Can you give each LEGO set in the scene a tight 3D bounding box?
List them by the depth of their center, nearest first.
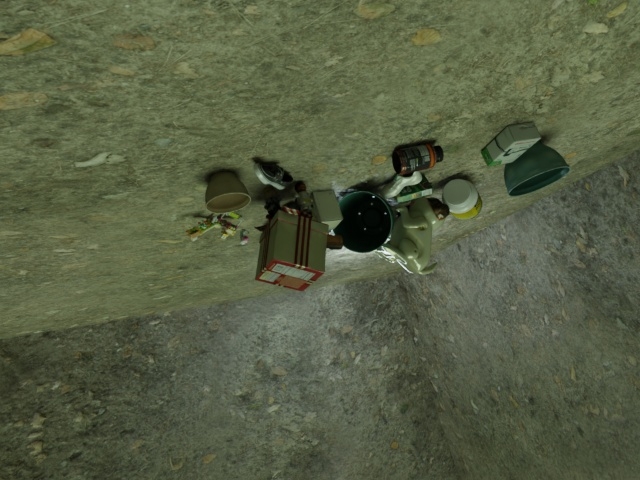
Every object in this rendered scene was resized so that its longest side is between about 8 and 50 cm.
[{"bbox_3d":[-0.437,-0.068,1.796,0.287,0.132,0.107,7,144,-40],"label":"LEGO set"}]

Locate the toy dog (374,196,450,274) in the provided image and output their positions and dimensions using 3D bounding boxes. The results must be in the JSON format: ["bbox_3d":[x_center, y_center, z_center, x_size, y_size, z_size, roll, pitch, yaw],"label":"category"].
[{"bbox_3d":[0.522,-0.053,2.228,0.408,0.395,0.284,-59,-179,-7],"label":"toy dog"}]

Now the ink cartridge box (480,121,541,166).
[{"bbox_3d":[0.860,-0.433,1.885,0.153,0.086,0.208,-12,162,-17],"label":"ink cartridge box"}]

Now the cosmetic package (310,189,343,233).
[{"bbox_3d":[-0.015,-0.102,2.004,0.113,0.160,0.309,-9,161,-22],"label":"cosmetic package"}]

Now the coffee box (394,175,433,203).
[{"bbox_3d":[0.445,-0.251,2.037,0.184,0.113,0.040,-15,134,0],"label":"coffee box"}]

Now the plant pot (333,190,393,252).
[{"bbox_3d":[0.229,-0.100,2.050,0.293,0.293,0.235,-23,179,22],"label":"plant pot"}]

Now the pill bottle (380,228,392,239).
[{"bbox_3d":[0.414,-0.065,2.422,0.246,0.130,0.130,19,151,-17],"label":"pill bottle"}]

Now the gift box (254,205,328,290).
[{"bbox_3d":[-0.129,0.023,1.680,0.276,0.258,0.255,21,145,-24],"label":"gift box"}]

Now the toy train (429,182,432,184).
[{"bbox_3d":[0.550,-0.293,2.167,0.083,0.017,0.023,-3,149,-37],"label":"toy train"}]

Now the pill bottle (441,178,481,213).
[{"bbox_3d":[0.779,-0.227,2.296,0.188,0.187,0.334,-23,162,22],"label":"pill bottle"}]

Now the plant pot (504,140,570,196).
[{"bbox_3d":[1.044,-0.372,2.066,0.293,0.196,0.293,-16,164,-5],"label":"plant pot"}]

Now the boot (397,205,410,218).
[{"bbox_3d":[0.553,-0.141,2.516,0.247,0.094,0.207,-9,159,-2],"label":"boot"}]

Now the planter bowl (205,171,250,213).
[{"bbox_3d":[-0.346,-0.182,1.517,0.162,0.109,0.162,-15,164,-4],"label":"planter bowl"}]

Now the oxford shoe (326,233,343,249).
[{"bbox_3d":[0.000,0.000,1.967,0.212,0.076,0.076,2,164,0],"label":"oxford shoe"}]

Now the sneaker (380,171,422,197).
[{"bbox_3d":[0.368,-0.280,1.968,0.212,0.080,0.094,-28,148,18],"label":"sneaker"}]

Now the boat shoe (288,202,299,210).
[{"bbox_3d":[-0.193,-0.094,2.027,0.099,0.116,0.319,43,140,-20],"label":"boat shoe"}]

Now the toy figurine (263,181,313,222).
[{"bbox_3d":[-0.137,-0.149,1.782,0.213,0.148,0.209,-13,157,-4],"label":"toy figurine"}]

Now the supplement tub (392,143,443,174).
[{"bbox_3d":[0.405,-0.341,1.723,0.198,0.106,0.106,-13,163,-9],"label":"supplement tub"}]

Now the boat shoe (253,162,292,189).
[{"bbox_3d":[-0.167,-0.245,1.545,0.076,0.080,0.228,-28,162,15],"label":"boat shoe"}]
